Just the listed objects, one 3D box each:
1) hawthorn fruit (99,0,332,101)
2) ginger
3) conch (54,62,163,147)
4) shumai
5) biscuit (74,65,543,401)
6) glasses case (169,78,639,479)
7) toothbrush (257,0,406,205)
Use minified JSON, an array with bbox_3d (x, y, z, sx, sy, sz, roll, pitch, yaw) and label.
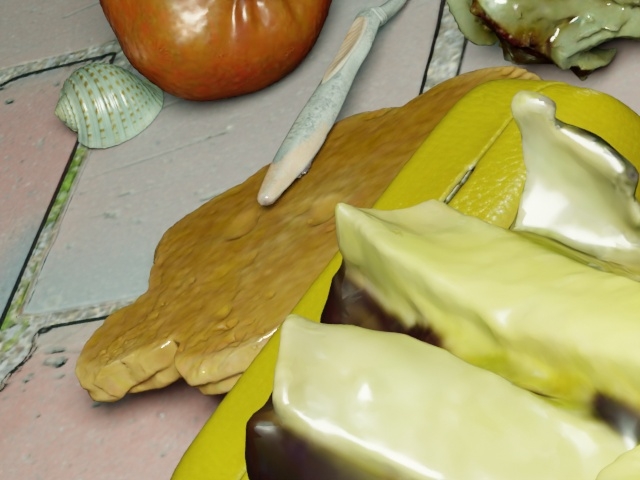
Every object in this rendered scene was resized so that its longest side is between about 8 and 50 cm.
[{"bbox_3d":[-0.091,-0.208,1.576,0.196,0.196,0.225,-40,13,-12],"label":"hawthorn fruit"},{"bbox_3d":[0.196,0.033,0.835,0.413,0.211,0.358,16,27,-1],"label":"ginger"},{"bbox_3d":[-0.177,-0.116,1.609,0.085,0.056,0.076,-30,49,3],"label":"conch"},{"bbox_3d":[0.198,-0.209,1.388,0.256,0.189,0.218,39,92,36],"label":"shumai"},{"bbox_3d":[0.002,0.004,1.319,0.376,0.051,0.269,-31,22,0],"label":"biscuit"},{"bbox_3d":[0.081,0.080,1.101,0.141,0.173,0.371,14,58,45],"label":"glasses case"},{"bbox_3d":[0.025,-0.140,1.476,0.028,0.037,0.375,-18,30,36],"label":"toothbrush"}]
